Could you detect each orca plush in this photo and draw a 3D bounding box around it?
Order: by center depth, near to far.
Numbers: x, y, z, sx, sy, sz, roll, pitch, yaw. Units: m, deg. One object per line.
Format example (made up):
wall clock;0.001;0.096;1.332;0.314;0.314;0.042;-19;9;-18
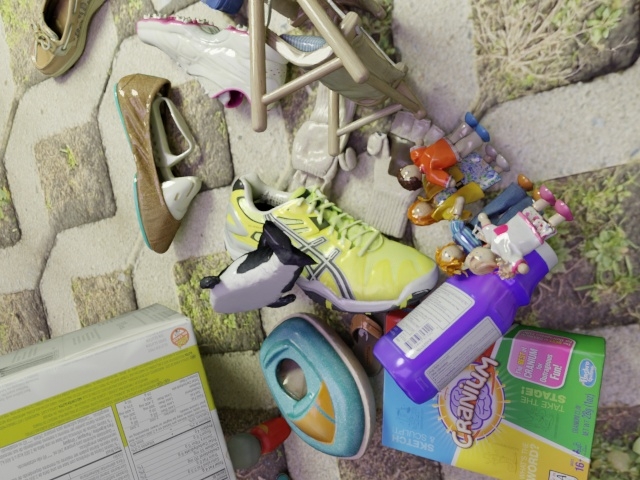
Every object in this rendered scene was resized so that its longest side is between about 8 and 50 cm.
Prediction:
orca plush;-0.099;0.026;0.820;0.287;0.151;0.102;122;152;-63

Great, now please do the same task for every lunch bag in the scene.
lunch bag;-0.161;-0.433;0.912;0.067;0.065;0.098;41;118;13

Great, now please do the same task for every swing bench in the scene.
swing bench;0.000;-0.272;0.740;0.165;0.253;0.255;-20;83;24

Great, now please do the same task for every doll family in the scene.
doll family;0.212;-0.037;0.762;0.163;0.118;0.263;-38;54;8

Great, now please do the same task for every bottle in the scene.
bottle;0.207;0.101;0.776;0.283;0.118;0.092;-41;106;-4

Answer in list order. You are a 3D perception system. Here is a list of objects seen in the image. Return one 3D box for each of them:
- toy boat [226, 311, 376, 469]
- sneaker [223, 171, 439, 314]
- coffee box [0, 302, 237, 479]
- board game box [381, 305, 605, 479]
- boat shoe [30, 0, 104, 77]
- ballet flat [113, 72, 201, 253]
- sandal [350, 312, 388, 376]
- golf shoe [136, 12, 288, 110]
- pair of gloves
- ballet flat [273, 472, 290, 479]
toy boat;-0.049;0.301;0.977;0.267;0.148;0.318;51;123;20
sneaker;0.000;0.000;0.878;0.384;0.145;0.147;15;126;22
coffee box;-0.383;0.334;0.995;0.337;0.338;0.335;-3;103;65
board game box;0.257;0.245;0.865;0.316;0.064;0.242;7;105;26
boat shoe;-0.510;-0.444;1.076;0.104;0.089;0.285;47;119;9
ballet flat;-0.295;-0.147;1.043;0.124;0.116;0.343;-8;95;9
sandal;0.077;0.156;0.945;0.072;0.049;0.180;4;105;27
golf shoe;-0.194;-0.305;0.938;0.306;0.115;0.140;20;114;23
pair of gloves;0.062;-0.136;0.885;0.240;0.042;0.204;31;115;18
ballet flat;-0.061;0.525;1.121;0.041;0.041;0.114;-30;88;30
